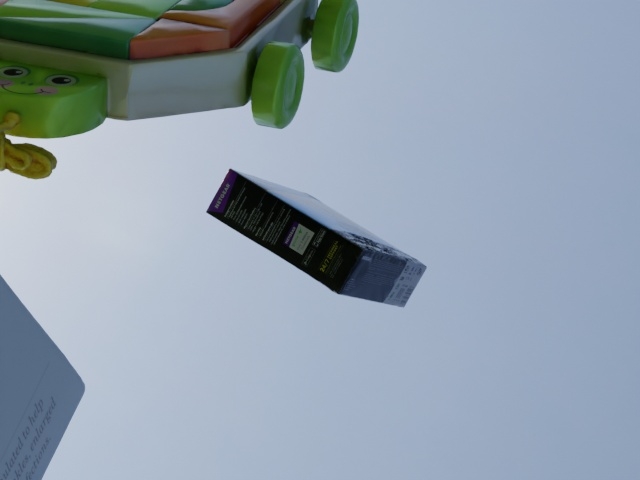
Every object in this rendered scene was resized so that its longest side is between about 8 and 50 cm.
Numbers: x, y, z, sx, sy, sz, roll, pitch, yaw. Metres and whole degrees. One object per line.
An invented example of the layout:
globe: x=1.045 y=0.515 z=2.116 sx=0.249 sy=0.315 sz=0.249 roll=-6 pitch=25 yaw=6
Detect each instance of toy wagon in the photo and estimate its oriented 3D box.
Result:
toy wagon: x=-0.136 y=-0.134 z=1.249 sx=0.344 sy=0.267 sz=0.068 roll=-52 pitch=149 yaw=-61

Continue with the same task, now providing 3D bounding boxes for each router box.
router box: x=0.000 y=0.000 z=1.548 sx=0.133 sy=0.179 sz=0.046 roll=31 pitch=-85 yaw=19

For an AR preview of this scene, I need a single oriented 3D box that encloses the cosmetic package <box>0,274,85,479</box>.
cosmetic package: x=-0.243 y=0.081 z=0.890 sx=0.183 sy=0.151 sz=0.151 roll=2 pitch=-128 yaw=29
